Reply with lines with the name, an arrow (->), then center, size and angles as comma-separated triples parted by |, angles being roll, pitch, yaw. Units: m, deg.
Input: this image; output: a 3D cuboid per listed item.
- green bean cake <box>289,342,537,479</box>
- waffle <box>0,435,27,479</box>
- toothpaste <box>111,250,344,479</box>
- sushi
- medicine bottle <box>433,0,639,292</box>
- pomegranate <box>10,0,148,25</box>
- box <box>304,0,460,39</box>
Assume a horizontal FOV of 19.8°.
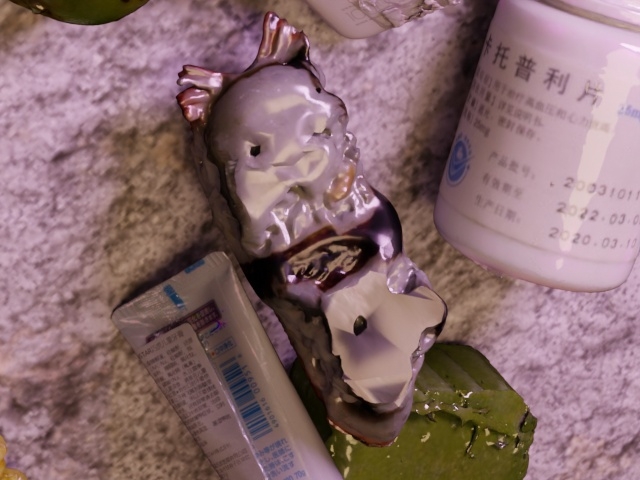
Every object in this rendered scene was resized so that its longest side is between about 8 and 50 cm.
green bean cake -> 0.063, 0.191, 1.533 | 0.214, 0.113, 0.200 | 4, 110, -29
waffle -> -0.340, 0.264, 1.400 | 0.291, 0.051, 0.291 | -13, 118, -25
toothpaste -> -0.043, 0.158, 1.414 | 0.114, 0.073, 0.299 | -29, 93, 25
sushi -> 0.000, 0.000, 1.368 | 0.124, 0.130, 0.332 | -29, 93, -14
medicine bottle -> 0.205, -0.118, 1.428 | 0.170, 0.170, 0.293 | 8, 109, -30
pomegranate -> -0.155, -0.225, 1.226 | 0.143, 0.122, 0.169 | 37, 96, -7
box -> 0.013, -0.231, 1.276 | 0.142, 0.044, 0.285 | -19, 150, 23
